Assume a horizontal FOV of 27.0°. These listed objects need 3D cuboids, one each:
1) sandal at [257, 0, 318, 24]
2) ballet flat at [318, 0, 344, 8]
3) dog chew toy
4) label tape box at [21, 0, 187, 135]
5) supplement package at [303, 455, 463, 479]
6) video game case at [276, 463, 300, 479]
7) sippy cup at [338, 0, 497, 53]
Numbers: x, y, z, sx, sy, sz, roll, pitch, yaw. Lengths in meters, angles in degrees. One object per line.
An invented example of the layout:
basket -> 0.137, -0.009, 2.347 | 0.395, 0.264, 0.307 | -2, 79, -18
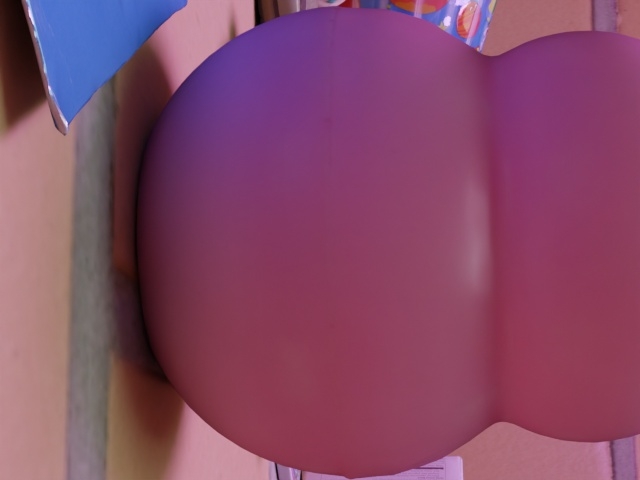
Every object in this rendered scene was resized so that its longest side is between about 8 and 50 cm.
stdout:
sandal -> 0.004, -0.100, 0.961 | 0.120, 0.086, 0.302 | -50, 138, -82
ballet flat -> 0.002, -0.285, 1.092 | 0.086, 0.086, 0.248 | 82, 4, -52
dog chew toy -> 0.094, -0.002, 0.581 | 0.206, 0.332, 0.206 | -2, 90, -84
label tape box -> -0.036, -0.234, 0.442 | 0.249, 0.115, 0.347 | -76, 162, -71
supplement package -> 0.049, 0.302, 1.058 | 0.244, 0.139, 0.134 | -81, 167, -57
video game case -> -0.022, 0.136, 1.023 | 0.122, 0.011, 0.087 | -85, 172, -50
sippy cup -> 0.105, -0.293, 1.499 | 0.305, 0.240, 0.224 | 3, 98, -46
